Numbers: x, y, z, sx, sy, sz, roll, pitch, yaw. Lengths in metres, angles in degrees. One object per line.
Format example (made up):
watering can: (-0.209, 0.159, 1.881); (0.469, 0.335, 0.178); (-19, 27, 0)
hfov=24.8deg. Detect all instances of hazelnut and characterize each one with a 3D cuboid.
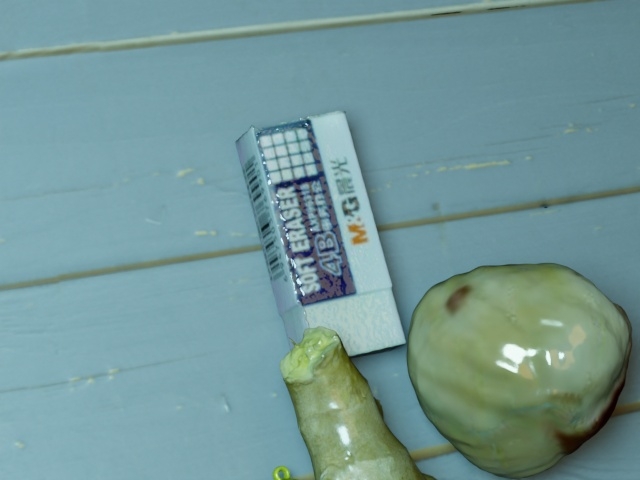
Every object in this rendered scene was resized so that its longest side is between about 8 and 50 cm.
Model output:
hazelnut: (0.224, 0.138, 1.683); (0.261, 0.261, 0.241); (26, 29, -12)

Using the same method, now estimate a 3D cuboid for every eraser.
eraser: (0.000, 0.000, 1.704); (0.130, 0.086, 0.287); (-10, 80, -20)

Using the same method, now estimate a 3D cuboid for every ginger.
ginger: (0.087, 0.274, 1.592); (0.236, 0.166, 0.376); (0, 80, -41)

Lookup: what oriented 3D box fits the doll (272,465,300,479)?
doll: (-0.024, 0.351, 1.606); (0.129, 0.081, 0.207); (-5, 76, -28)
